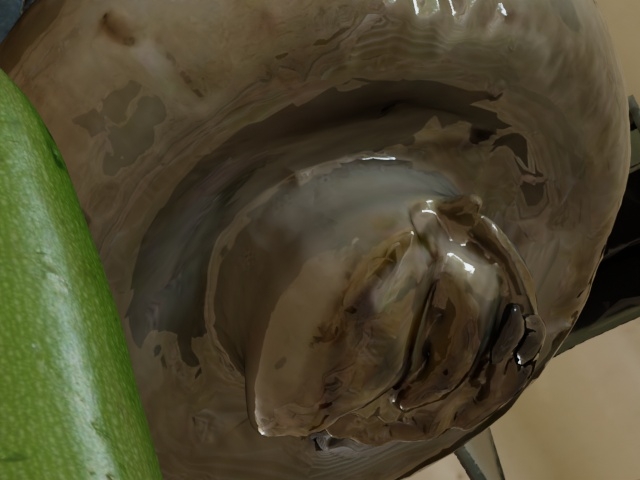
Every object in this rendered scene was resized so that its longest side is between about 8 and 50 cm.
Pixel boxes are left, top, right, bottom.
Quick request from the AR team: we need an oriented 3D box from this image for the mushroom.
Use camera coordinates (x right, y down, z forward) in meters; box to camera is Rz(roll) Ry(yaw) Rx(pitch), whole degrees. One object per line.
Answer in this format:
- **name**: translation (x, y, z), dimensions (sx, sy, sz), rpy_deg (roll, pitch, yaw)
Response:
- **mushroom**: translation (0.000, 0.000, 0.937), dimensions (0.294, 0.362, 0.362), rpy_deg (54, -52, 44)

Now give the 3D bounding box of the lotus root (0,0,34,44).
- **lotus root**: translation (-0.208, -0.112, 1.025), dimensions (0.322, 0.158, 0.140), rpy_deg (61, 4, -29)

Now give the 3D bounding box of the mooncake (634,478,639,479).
- **mooncake**: translation (0.332, 0.299, 1.459), dimensions (0.246, 0.393, 0.394), rpy_deg (-62, -169, 15)

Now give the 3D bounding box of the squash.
- **squash**: translation (-0.090, 0.085, 0.517), dimensions (0.107, 0.107, 0.395), rpy_deg (-58, -142, 31)

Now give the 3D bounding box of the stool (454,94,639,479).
- **stool**: translation (0.201, 0.056, 1.502), dimensions (0.243, 0.170, 0.270), rpy_deg (-27, -149, 10)
